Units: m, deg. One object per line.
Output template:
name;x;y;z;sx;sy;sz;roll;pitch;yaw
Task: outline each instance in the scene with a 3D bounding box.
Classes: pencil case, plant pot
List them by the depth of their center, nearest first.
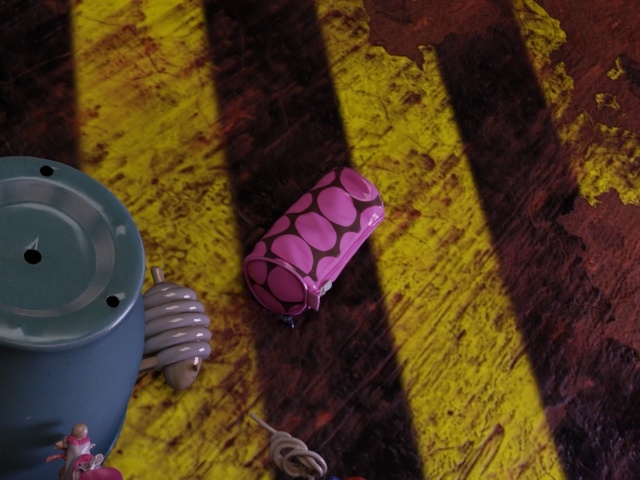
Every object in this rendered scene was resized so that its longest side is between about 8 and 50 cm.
plant pot;-0.273;0.068;0.989;0.271;0.255;0.272;13;53;-18
pencil case;0.000;0.000;1.299;0.098;0.095;0.209;13;42;26

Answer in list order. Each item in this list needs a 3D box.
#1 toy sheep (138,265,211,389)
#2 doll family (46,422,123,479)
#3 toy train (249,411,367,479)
toy sheep;-0.156;0.089;1.156;0.091;0.091;0.132;-9;78;-31
doll family;-0.204;0.287;0.904;0.118;0.163;0.263;-15;90;-24
toy train;-0.007;0.292;1.068;0.248;0.105;0.143;36;61;3
